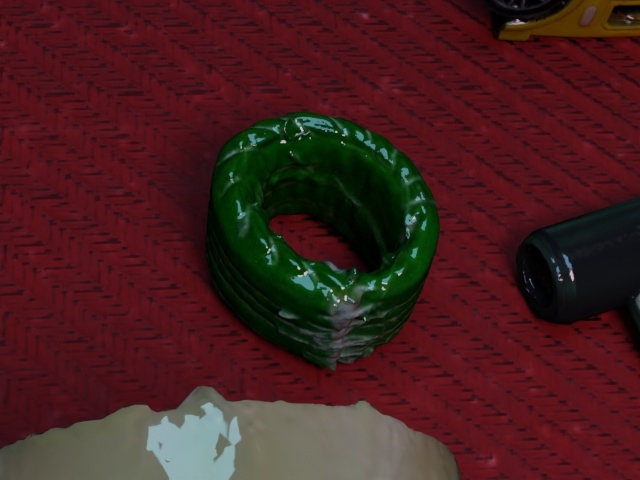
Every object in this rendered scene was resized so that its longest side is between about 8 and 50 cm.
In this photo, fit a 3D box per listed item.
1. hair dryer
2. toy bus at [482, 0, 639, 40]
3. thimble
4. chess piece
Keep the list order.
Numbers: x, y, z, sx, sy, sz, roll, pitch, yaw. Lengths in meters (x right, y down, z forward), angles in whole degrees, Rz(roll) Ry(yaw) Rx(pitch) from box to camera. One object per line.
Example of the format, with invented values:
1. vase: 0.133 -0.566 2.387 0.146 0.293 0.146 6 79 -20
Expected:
1. hair dryer: 0.193 0.068 0.902 0.100 0.057 0.197 -19 68 -17
2. toy bus: 0.182 -0.265 0.942 0.151 0.331 0.145 4 58 -10
3. thimble: 0.000 0.000 0.888 0.118 0.090 0.130 -11 60 -17
4. chess piece: -0.033 0.301 0.615 0.234 0.234 0.442 -1 65 -9
